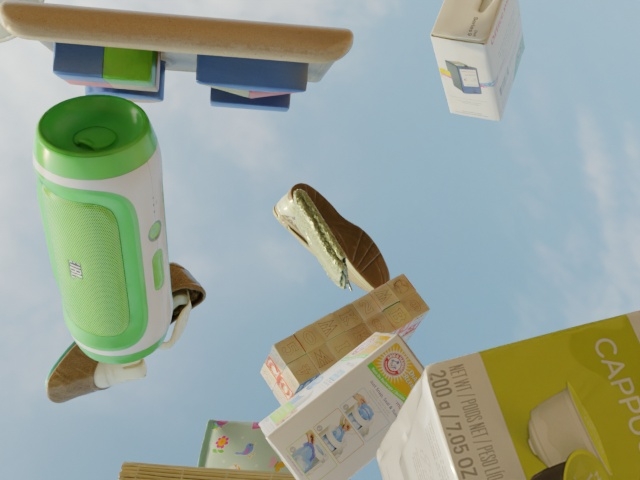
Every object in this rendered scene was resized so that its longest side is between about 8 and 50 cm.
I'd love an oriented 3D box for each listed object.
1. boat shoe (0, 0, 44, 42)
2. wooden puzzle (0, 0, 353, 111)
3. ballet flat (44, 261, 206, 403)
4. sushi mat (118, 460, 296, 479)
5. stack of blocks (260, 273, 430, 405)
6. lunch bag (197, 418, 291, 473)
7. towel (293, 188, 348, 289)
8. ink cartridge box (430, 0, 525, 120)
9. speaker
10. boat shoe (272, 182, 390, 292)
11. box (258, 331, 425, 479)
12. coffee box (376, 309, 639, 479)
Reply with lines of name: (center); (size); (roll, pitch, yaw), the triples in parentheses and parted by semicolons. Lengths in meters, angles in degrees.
boat shoe: (-0.532, -0.480, 1.483); (0.116, 0.324, 0.097); (23, -133, -30)
wooden puzzle: (-0.145, -0.190, 0.916); (0.322, 0.348, 0.081); (3, -82, -6)
ballet flat: (-0.326, 0.173, 1.481); (0.124, 0.116, 0.342); (25, -131, 24)
sushi mat: (-0.138, 0.383, 1.180); (0.316, 0.019, 0.151); (4, -146, -2)
stack of blocks: (0.041, 0.193, 1.535); (0.297, 0.171, 0.087); (-26, -112, -27)
lunch bag: (-0.085, 0.423, 1.312); (0.223, 0.160, 0.262); (-3, -137, 10)
towel: (0.000, 0.000, 1.254); (0.027, 0.110, 0.148); (-27, -112, -9)
ink cartridge box: (0.253, -0.313, 1.319); (0.093, 0.212, 0.154); (14, -109, 22)
speaker: (-0.228, -0.003, 0.901); (0.131, 0.296, 0.131); (3, -138, -2)
boat shoe: (0.026, 0.006, 1.718); (0.285, 0.089, 0.104); (47, -140, -4)
box: (0.037, 0.215, 1.048); (0.203, 0.114, 0.103); (-37, -88, -10)
coffee box: (0.264, 0.263, 0.687); (0.334, 0.338, 0.338); (-13, -114, -8)
